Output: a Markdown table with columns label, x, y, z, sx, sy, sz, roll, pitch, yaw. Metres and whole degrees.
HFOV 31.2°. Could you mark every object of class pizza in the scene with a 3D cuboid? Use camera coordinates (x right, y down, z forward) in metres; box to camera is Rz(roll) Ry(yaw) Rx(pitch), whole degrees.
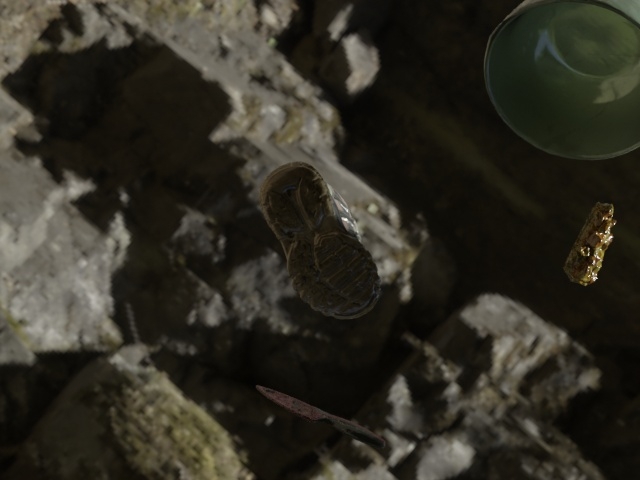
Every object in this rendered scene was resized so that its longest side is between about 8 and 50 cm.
| label | x | y | z | sx | sy | sz | roll | pitch | yaw |
| --- | --- | --- | --- | --- | --- | --- | --- | --- | --- |
| pizza | 0.450 | 0.024 | 1.917 | 0.134 | 0.046 | 0.175 | -48 | 153 | -37 |

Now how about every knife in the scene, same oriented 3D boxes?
| label | x | y | z | sx | sy | sz | roll | pitch | yaw |
| --- | --- | --- | --- | --- | --- | --- | --- | --- | --- |
| knife | -0.004 | 0.296 | 1.918 | 0.035 | 0.247 | 0.018 | -46 | 151 | -50 |

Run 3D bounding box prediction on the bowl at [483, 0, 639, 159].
| label | x | y | z | sx | sy | sz | roll | pitch | yaw |
| --- | --- | --- | --- | --- | --- | --- | --- | --- | --- |
| bowl | 0.436 | -0.294 | 1.876 | 0.163 | 0.307 | 0.307 | -54 | 173 | -43 |

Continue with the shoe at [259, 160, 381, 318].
| label | x | y | z | sx | sy | sz | roll | pitch | yaw |
| --- | --- | --- | --- | --- | --- | --- | --- | --- | --- |
| shoe | 0.000 | 0.000 | 1.236 | 0.089 | 0.180 | 0.092 | -29 | -178 | 8 |
